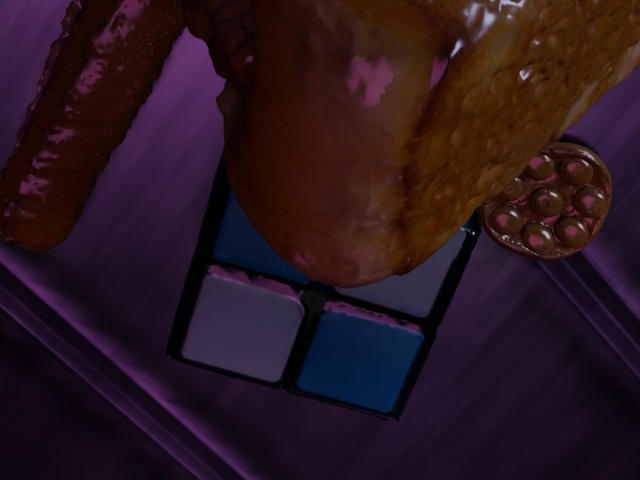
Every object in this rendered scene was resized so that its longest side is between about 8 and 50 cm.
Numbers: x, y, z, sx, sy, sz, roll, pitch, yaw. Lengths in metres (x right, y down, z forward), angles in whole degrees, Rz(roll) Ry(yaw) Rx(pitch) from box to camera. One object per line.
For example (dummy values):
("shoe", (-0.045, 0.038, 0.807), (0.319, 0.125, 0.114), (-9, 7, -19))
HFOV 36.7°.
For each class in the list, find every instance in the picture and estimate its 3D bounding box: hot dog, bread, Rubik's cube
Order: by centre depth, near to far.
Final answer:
("hot dog", (0.073, -0.161, 0.588), (0.223, 0.405, 0.185), (34, 145, 27))
("Rubik's cube", (0.000, 0.001, 0.720), (0.184, 0.180, 0.167), (14, 115, -8))
("hot dog", (-0.176, -0.110, 0.734), (0.083, 0.068, 0.289), (25, 111, -17))
("bread", (0.183, -0.033, 0.786), (0.110, 0.024, 0.110), (0, 114, 0))
